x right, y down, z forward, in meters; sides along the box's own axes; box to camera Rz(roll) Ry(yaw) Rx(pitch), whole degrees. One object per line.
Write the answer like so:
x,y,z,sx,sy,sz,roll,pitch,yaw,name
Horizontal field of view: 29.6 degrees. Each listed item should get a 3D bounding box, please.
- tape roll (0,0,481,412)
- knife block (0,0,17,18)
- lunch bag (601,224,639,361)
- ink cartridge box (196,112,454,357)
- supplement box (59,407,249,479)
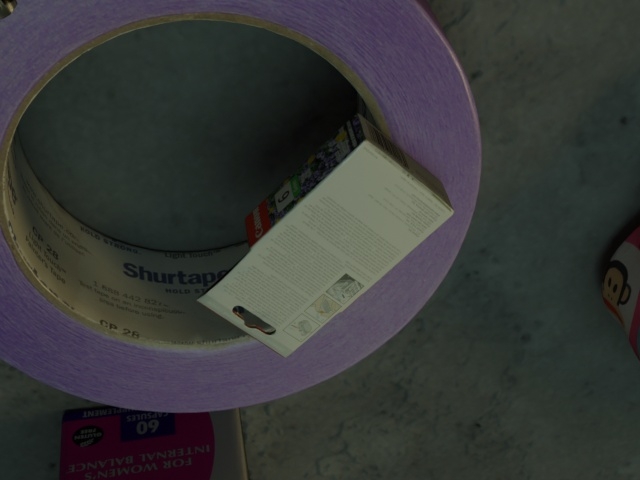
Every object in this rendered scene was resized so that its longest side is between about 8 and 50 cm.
-0.063,-0.044,0.607,0.275,0.090,0.274,-5,124,-7,tape roll
-0.240,-0.160,0.426,0.276,0.088,0.242,8,88,-15,knife block
0.317,-0.001,0.693,0.258,0.120,0.293,35,110,-24,lunch bag
0.000,0.000,0.577,0.115,0.029,0.063,-42,121,19,ink cartridge box
-0.087,0.201,0.689,0.111,0.220,0.114,-7,125,-5,supplement box
